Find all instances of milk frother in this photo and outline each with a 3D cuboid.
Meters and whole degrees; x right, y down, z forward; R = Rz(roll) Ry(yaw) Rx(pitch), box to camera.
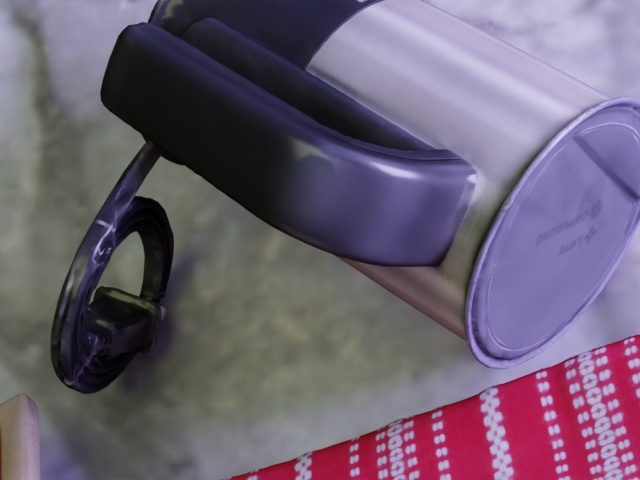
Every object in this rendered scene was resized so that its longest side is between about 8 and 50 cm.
[{"bbox_3d":[0.000,0.000,0.504,0.135,0.129,0.143,33,129,32],"label":"milk frother"}]

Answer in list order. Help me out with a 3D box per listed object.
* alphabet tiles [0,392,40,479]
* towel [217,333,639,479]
[{"bbox_3d":[-0.194,0.181,0.467,0.285,0.011,0.342,-30,35,11],"label":"alphabet tiles"},{"bbox_3d":[0.066,0.088,0.415,0.275,0.031,0.199,-21,29,15],"label":"towel"}]
